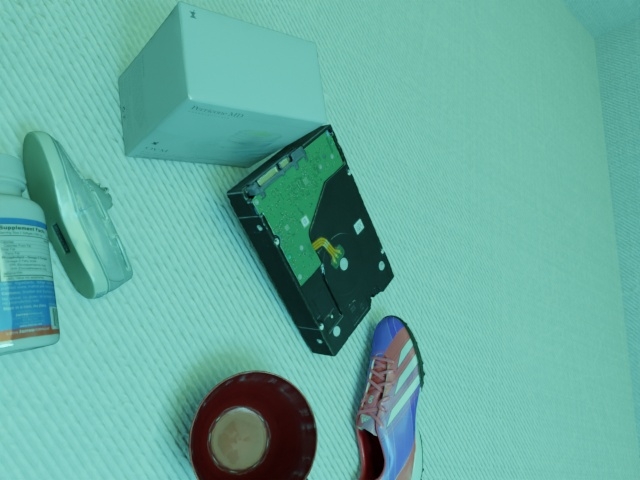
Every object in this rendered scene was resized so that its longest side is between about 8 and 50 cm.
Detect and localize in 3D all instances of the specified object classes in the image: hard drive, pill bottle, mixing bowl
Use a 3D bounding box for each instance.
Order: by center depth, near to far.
[{"bbox_3d":[-0.376,0.019,0.573,0.124,0.124,0.221,-5,80,-41],"label":"pill bottle"},{"bbox_3d":[-0.105,0.285,0.729,0.181,0.098,0.181,9,67,-21],"label":"mixing bowl"},{"bbox_3d":[0.000,0.000,0.891,0.237,0.064,0.339,-47,123,-38],"label":"hard drive"}]

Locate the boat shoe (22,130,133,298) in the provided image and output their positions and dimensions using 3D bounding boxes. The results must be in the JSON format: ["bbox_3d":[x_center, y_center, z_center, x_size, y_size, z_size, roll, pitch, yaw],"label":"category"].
[{"bbox_3d":[-0.319,-0.037,0.677,0.081,0.079,0.227,-28,101,-51],"label":"boat shoe"}]

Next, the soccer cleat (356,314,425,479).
[{"bbox_3d":[0.119,0.295,0.930,0.116,0.108,0.318,10,74,-34],"label":"soccer cleat"}]

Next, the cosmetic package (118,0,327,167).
[{"bbox_3d":[-0.150,-0.212,0.763,0.224,0.225,0.138,-1,79,-40],"label":"cosmetic package"}]

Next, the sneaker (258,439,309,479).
[{"bbox_3d":[-0.038,0.380,0.795,0.061,0.065,0.158,-39,104,-40],"label":"sneaker"}]
